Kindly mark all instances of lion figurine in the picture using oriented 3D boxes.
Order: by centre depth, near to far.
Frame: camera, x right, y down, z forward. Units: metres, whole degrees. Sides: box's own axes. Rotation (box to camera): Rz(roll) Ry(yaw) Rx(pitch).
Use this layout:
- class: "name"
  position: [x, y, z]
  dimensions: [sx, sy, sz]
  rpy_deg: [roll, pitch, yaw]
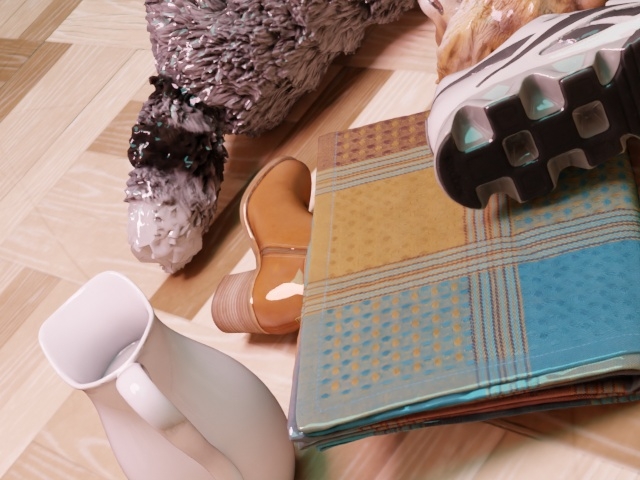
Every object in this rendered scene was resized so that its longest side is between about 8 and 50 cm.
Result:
- class: "lion figurine"
  position: [0.271, -0.265, 1.311]
  dimensions: [0.392, 0.240, 0.142]
  rpy_deg: [-29, 73, -13]

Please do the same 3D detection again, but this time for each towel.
- class: "towel"
  position: [0.116, 0.005, 1.175]
  dimensions: [0.271, 0.040, 0.370]
  rpy_deg: [-12, 37, 12]

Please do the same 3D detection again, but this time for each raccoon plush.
- class: "raccoon plush"
  position: [-0.003, -0.176, 1.507]
  dimensions: [0.299, 0.216, 0.447]
  rpy_deg: [-3, 75, 24]

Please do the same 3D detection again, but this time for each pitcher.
- class: "pitcher"
  position: [-0.098, 0.138, 1.111]
  dimensions: [0.125, 0.207, 0.178]
  rpy_deg: [-40, 33, -2]

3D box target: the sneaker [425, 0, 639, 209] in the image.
- class: "sneaker"
  position: [0.235, -0.141, 1.168]
  dimensions: [0.330, 0.122, 0.146]
  rpy_deg: [-16, 33, 5]

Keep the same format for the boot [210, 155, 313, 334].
- class: "boot"
  position: [0.000, 0.000, 1.320]
  dimensions: [0.152, 0.073, 0.197]
  rpy_deg: [-9, 50, 35]
